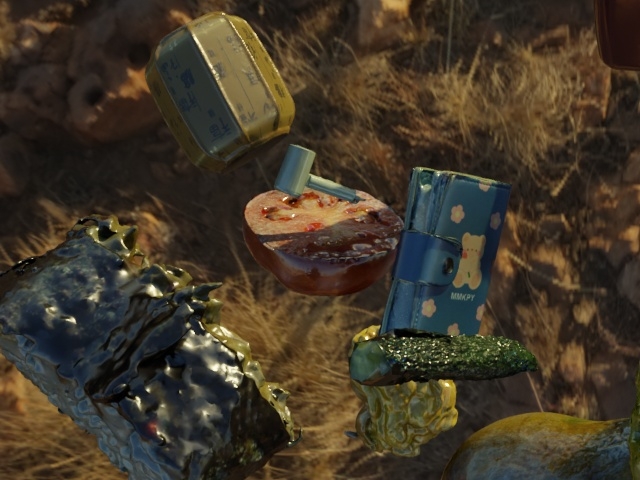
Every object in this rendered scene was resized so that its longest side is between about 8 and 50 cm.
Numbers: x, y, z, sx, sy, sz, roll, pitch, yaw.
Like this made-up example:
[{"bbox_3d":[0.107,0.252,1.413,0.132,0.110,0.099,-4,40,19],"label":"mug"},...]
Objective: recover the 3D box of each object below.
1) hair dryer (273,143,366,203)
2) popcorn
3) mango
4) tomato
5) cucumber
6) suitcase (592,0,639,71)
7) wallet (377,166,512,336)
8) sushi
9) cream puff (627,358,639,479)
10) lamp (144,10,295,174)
[{"bbox_3d":[0.006,-0.075,1.375,0.124,0.038,0.063,19,93,-20],"label":"hair dryer"},{"bbox_3d":[0.125,0.214,1.549,0.164,0.140,0.194,-3,94,-16],"label":"popcorn"},{"bbox_3d":[0.276,0.299,1.301,0.316,0.146,0.192,-27,51,38],"label":"mango"},{"bbox_3d":[0.002,0.003,1.451,0.225,0.225,0.085,14,123,17],"label":"tomato"},{"bbox_3d":[0.112,0.098,0.902,0.043,0.257,0.044,-33,66,32],"label":"cucumber"},{"bbox_3d":[0.422,-0.371,1.308,0.161,0.236,0.297,2,60,19],"label":"suitcase"},{"bbox_3d":[0.139,0.026,1.175,0.059,0.141,0.202,16,96,50],"label":"wallet"},{"bbox_3d":[-0.117,0.068,0.675,0.212,0.147,0.115,36,67,26],"label":"sushi"},{"bbox_3d":[0.226,0.069,0.405,0.221,0.194,0.194,-16,72,6],"label":"cream puff"},{"bbox_3d":[-0.129,-0.189,1.388,0.161,0.161,0.185,-30,91,5],"label":"lamp"}]
